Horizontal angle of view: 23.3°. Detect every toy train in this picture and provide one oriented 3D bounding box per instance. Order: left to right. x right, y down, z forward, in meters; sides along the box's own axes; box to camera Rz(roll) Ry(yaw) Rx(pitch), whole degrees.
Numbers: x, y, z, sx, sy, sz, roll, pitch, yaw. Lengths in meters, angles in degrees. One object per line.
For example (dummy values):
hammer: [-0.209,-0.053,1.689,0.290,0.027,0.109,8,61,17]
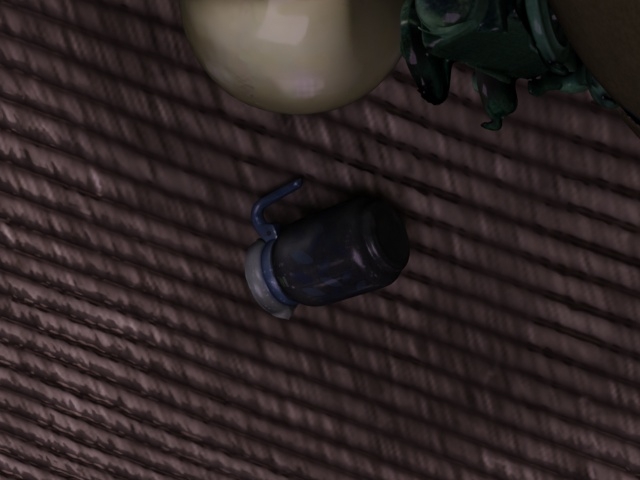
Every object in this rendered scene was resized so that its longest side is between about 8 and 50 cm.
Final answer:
toy train: [0.079,-0.103,0.645,0.070,0.172,0.099,-9,83,24]

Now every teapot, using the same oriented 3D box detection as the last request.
teapot: [-0.001,0.003,0.812,0.083,0.049,0.063,-19,118,30]

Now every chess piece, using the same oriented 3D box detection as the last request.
chess piece: [-0.013,-0.163,0.644,0.144,0.144,0.251,8,132,13]

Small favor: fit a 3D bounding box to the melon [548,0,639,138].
melon: [0.194,-0.145,0.497,0.268,0.268,0.330,12,149,11]
